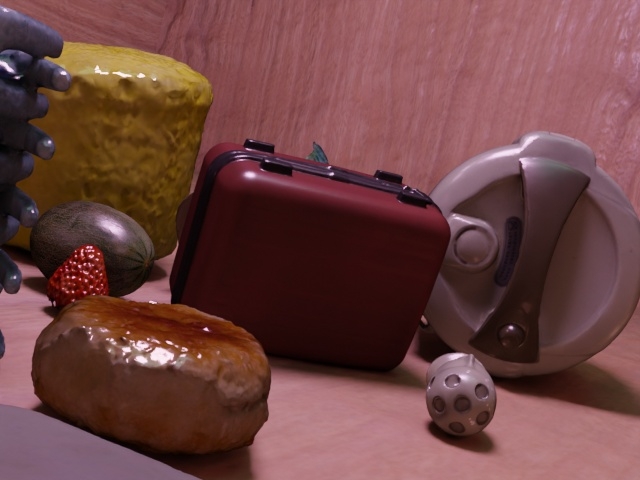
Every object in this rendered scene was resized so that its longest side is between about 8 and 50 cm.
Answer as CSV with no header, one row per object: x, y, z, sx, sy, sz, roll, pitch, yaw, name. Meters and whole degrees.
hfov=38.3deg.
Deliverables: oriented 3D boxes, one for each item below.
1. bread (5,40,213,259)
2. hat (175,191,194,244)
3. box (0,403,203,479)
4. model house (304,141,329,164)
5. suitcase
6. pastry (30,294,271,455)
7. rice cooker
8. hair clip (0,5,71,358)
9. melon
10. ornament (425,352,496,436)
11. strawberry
-0.339,-0.129,1.328,0.348,0.307,0.348,10,12,-2,bread
-0.106,0.013,1.262,0.166,0.173,0.144,21,15,35,hat
-0.096,0.170,0.294,0.373,0.090,0.367,16,6,19,box
0.000,0.000,1.530,0.241,0.226,0.261,44,8,-3,model house
-0.016,0.022,1.093,0.297,0.236,0.161,12,18,-23,suitcase
-0.132,0.105,0.729,0.182,0.093,0.192,16,5,-10,pastry
0.286,0.019,1.310,0.335,0.335,0.325,15,3,6,rice cooker
-0.367,-0.071,0.799,0.238,0.318,0.392,14,4,-24,hair clip
-0.281,0.010,1.115,0.167,0.114,0.114,19,8,17,melon
0.147,0.156,0.968,0.075,0.081,0.156,17,2,8,ornament
-0.261,0.046,1.017,0.073,0.083,0.073,27,-3,2,strawberry
